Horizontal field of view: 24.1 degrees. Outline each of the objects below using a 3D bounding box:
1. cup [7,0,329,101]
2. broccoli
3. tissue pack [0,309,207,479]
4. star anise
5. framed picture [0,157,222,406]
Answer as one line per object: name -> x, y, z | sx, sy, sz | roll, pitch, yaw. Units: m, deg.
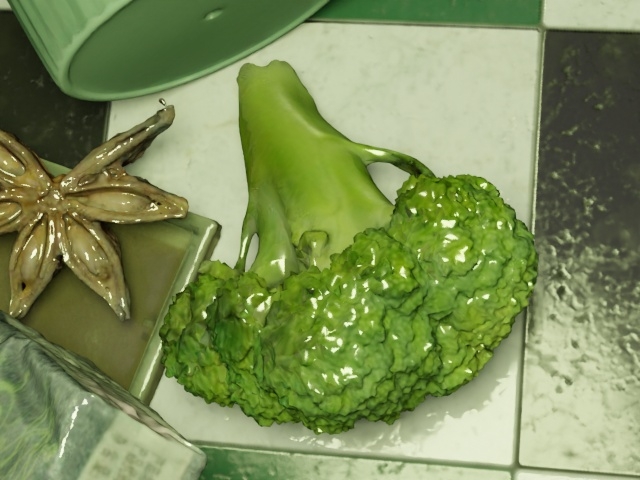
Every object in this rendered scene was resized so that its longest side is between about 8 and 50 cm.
cup -> -0.132, -0.357, 1.121 | 0.401, 0.310, 0.392 | -33, 79, 35
broccoli -> 0.004, 0.035, 1.130 | 0.254, 0.186, 0.302 | -52, 36, -4
tissue pack -> -0.259, 0.256, 1.017 | 0.124, 0.288, 0.394 | 34, 83, -25
star anise -> -0.204, -0.021, 1.175 | 0.208, 0.063, 0.171 | -3, 95, 5
framed picture -> -0.308, 0.136, 1.209 | 0.326, 0.028, 0.446 | 21, 82, 12
